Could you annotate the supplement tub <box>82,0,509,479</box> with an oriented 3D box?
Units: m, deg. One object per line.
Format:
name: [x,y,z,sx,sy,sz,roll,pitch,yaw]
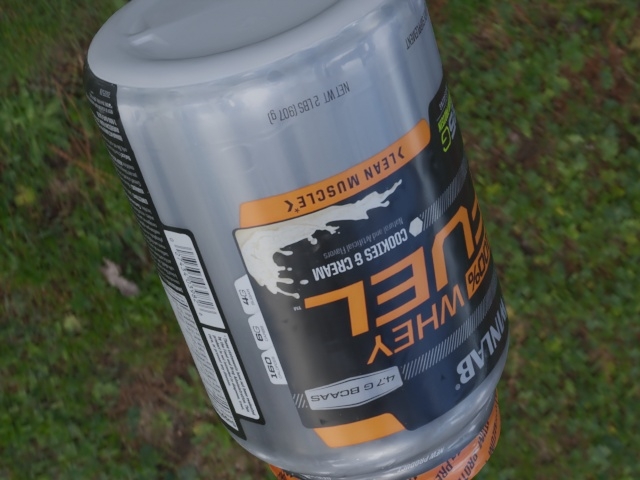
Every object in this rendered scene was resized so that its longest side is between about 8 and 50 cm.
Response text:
supplement tub: [0.000,0.000,0.797,0.193,0.193,0.316,-24,120,-9]
